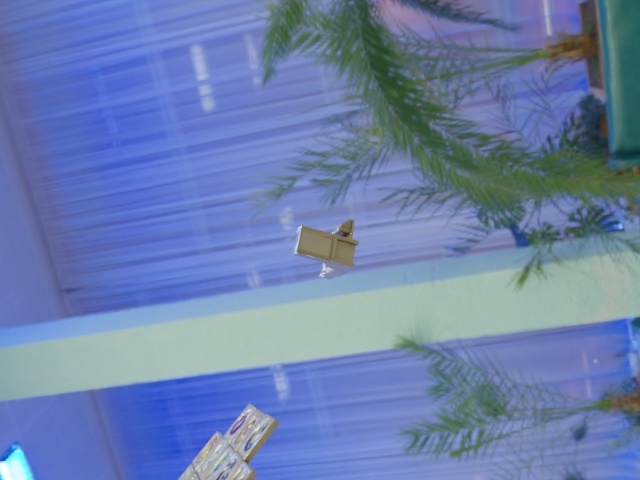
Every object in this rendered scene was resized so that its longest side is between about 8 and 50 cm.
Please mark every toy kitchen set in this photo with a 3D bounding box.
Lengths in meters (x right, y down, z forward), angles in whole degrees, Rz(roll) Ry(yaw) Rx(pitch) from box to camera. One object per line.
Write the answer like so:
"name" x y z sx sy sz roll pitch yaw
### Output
"toy kitchen set" 0.000 0.000 0.841 0.083 0.075 0.068 145 137 -66

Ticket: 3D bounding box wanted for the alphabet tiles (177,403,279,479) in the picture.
"alphabet tiles" -0.178 0.346 0.844 0.011 0.342 0.285 42 165 -7
